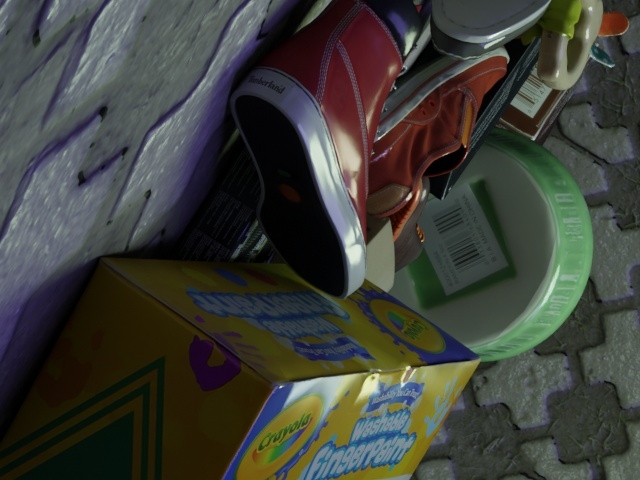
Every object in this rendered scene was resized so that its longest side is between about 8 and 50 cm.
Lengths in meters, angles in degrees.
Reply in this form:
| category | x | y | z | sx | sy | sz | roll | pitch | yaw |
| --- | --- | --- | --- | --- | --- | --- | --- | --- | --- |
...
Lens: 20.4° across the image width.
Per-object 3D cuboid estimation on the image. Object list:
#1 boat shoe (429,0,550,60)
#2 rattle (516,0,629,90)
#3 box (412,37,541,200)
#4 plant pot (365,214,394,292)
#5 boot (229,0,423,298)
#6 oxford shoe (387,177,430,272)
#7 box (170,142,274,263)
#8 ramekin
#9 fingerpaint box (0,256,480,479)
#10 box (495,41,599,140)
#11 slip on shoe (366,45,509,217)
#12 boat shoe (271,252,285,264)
| category | x | y | z | sx | sy | sz | roll | pitch | yaw |
| --- | --- | --- | --- | --- | --- | --- | --- | --- | --- |
| boat shoe | 0.177 | -0.249 | 1.753 | 0.305 | 0.109 | 0.091 | -55 | 170 | -49 |
| rattle | 0.243 | -0.234 | 1.946 | 0.199 | 0.142 | 0.130 | -35 | 119 | -62 |
| box | 0.180 | -0.199 | 2.045 | 0.261 | 0.103 | 0.184 | -55 | 170 | -16 |
| plant pot | 0.021 | 0.015 | 1.937 | 0.109 | 0.109 | 0.096 | -46 | 156 | -50 |
| boot | 0.028 | -0.081 | 1.313 | 0.176 | 0.088 | 0.244 | -51 | 150 | -28 |
| oxford shoe | 0.077 | -0.022 | 2.044 | 0.098 | 0.097 | 0.271 | -11 | 160 | -25 |
| box | -0.039 | -0.047 | 1.429 | 0.191 | 0.045 | 0.184 | -57 | 175 | 3 |
| ramekin | 0.179 | 0.004 | 2.211 | 0.303 | 0.303 | 0.148 | -57 | 166 | 9 |
| fingerpaint box | -0.094 | 0.207 | 1.356 | 0.371 | 0.163 | 0.445 | -60 | 160 | 11 |
| box | 0.279 | -0.186 | 2.682 | 0.191 | 0.143 | 0.381 | -55 | 175 | -17 |
| slip on shoe | 0.101 | -0.114 | 1.730 | 0.123 | 0.101 | 0.331 | -25 | -171 | 34 |
| boat shoe | 0.000 | 0.000 | 1.852 | 0.060 | 0.064 | 0.178 | -44 | 164 | -53 |
